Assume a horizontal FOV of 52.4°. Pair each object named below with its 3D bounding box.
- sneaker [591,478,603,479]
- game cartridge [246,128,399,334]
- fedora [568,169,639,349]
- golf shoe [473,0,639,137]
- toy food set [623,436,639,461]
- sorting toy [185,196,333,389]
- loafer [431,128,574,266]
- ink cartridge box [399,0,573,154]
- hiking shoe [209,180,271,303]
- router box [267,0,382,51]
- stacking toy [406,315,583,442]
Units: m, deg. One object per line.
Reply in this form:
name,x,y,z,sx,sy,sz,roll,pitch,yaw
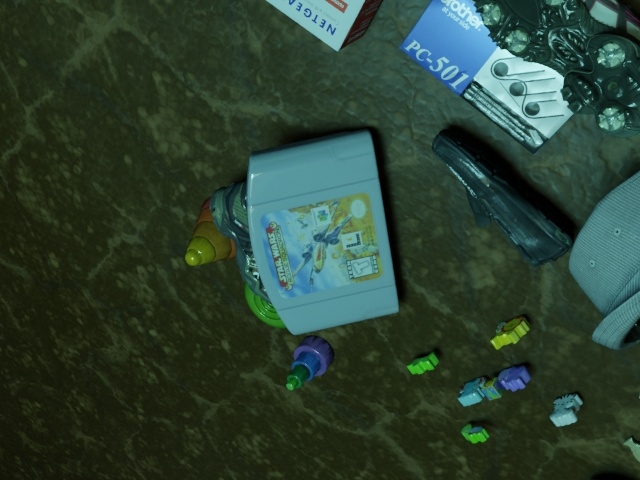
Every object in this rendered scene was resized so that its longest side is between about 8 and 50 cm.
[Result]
sneaker,0.457,0.487,1.018,0.100,0.108,0.272,7,121,29
game cartridge,0.000,0.000,0.946,0.198,0.062,0.297,-15,117,-4
fedora,0.375,-0.005,0.706,0.124,0.243,0.275,54,147,29
golf shoe,0.264,-0.225,0.681,0.273,0.120,0.105,55,139,13
toy food set,0.511,0.319,0.938,0.122,0.019,0.078,47,131,6
sorting toy,-0.113,0.104,1.091,0.127,0.126,0.366,-24,105,38
loafer,0.221,-0.050,0.828,0.223,0.076,0.078,41,123,-4
ink cartridge box,0.204,-0.204,0.759,0.207,0.046,0.097,40,130,2
hiking shoe,-0.076,0.006,1.004,0.114,0.086,0.227,-22,107,40
router box,-0.033,-0.437,0.723,0.335,0.082,0.301,37,131,4
stacking toy,0.264,0.220,1.000,0.221,0.052,0.167,-31,99,42
